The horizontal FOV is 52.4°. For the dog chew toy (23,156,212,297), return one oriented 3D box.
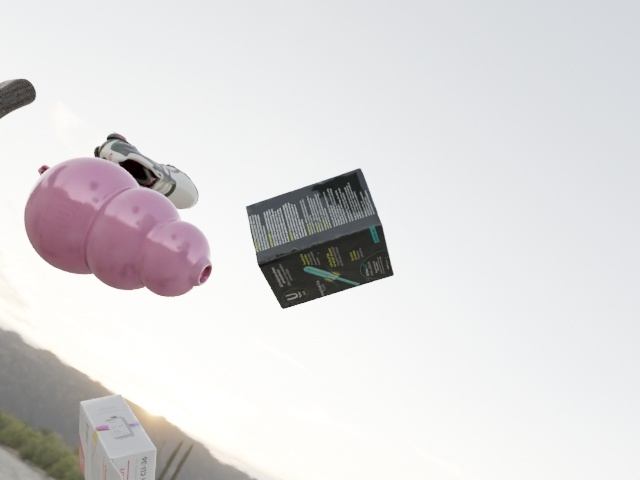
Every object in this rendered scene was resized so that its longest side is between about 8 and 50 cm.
[{"bbox_3d":[-0.330,-0.009,1.097,0.332,0.206,0.206,25,-26,18],"label":"dog chew toy"}]

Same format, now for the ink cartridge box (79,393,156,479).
[{"bbox_3d":[-0.290,0.323,0.935,0.067,0.115,0.198,-4,20,-33],"label":"ink cartridge box"}]

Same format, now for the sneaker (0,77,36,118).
[{"bbox_3d":[-0.556,-0.222,1.072,0.071,0.188,0.066,-10,-74,24],"label":"sneaker"}]

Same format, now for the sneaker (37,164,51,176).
[{"bbox_3d":[-0.517,-0.108,1.251,0.119,0.047,0.057,46,-8,45],"label":"sneaker"}]

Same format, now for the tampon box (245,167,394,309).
[{"bbox_3d":[0.000,0.000,0.857,0.161,0.101,0.120,-17,-37,2],"label":"tampon box"}]

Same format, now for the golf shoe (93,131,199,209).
[{"bbox_3d":[-0.379,-0.130,1.461,0.273,0.105,0.120,32,7,-41],"label":"golf shoe"}]
